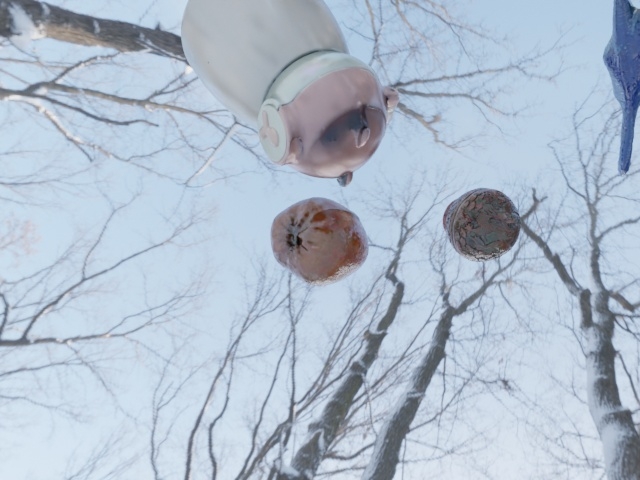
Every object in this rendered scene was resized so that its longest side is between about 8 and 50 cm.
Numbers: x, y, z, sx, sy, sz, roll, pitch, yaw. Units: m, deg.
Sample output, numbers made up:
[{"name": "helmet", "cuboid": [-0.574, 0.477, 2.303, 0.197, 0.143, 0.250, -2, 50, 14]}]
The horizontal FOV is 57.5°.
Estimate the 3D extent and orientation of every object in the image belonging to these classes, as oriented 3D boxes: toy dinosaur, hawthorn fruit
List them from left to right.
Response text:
[{"name": "hawthorn fruit", "cuboid": [0.000, 0.000, 0.746, 0.128, 0.128, 0.127, 3, -80, 18]}, {"name": "toy dinosaur", "cuboid": [0.401, -0.213, 0.765, 0.075, 0.248, 0.188, 16, -97, 38]}]

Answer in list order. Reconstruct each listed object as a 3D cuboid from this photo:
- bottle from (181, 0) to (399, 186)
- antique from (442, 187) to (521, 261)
[{"name": "bottle", "cuboid": [-0.025, -0.154, 0.565, 0.147, 0.148, 0.236, -47, -121, 19]}, {"name": "antique", "cuboid": [0.214, -0.020, 0.769, 0.104, 0.104, 0.104, 3, -80, 18]}]
